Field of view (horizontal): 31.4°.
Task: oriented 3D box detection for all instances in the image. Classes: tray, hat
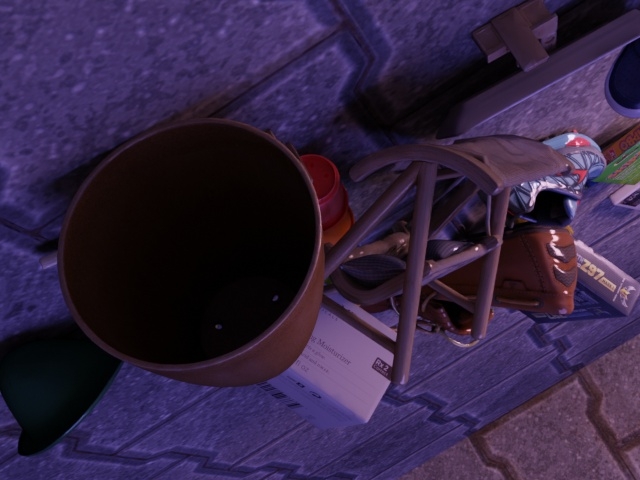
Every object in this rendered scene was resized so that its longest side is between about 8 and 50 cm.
[{"bbox_3d":[0.252,-0.190,1.276,0.270,0.030,0.145,-29,-176,-2],"label":"tray"},{"bbox_3d":[-0.346,0.127,1.285,0.173,0.183,0.208,-33,-158,28],"label":"hat"}]

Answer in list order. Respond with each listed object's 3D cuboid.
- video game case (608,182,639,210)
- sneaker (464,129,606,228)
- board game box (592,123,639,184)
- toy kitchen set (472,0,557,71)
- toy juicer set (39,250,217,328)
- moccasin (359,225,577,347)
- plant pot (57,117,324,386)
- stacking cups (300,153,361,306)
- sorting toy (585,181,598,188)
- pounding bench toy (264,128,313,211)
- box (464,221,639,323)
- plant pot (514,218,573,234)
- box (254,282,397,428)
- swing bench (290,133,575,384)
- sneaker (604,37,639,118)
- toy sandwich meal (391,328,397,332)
[{"bbox_3d":[0.608,-0.117,1.977,0.190,0.022,0.173,-39,158,26],"label":"video game case"},{"bbox_3d":[0.306,-0.067,1.546,0.262,0.125,0.104,-11,153,-40],"label":"sneaker"},{"bbox_3d":[0.486,-0.133,1.731,0.124,0.039,0.259,-40,165,24],"label":"board game box"},{"bbox_3d":[0.214,-0.199,1.204,0.083,0.068,0.075,-29,160,0],"label":"toy kitchen set"},{"bbox_3d":[-0.136,0.034,1.251,0.209,0.089,0.329,-31,159,5],"label":"toy juicer set"},{"bbox_3d":[0.188,0.074,1.558,0.380,0.147,0.139,-10,172,43],"label":"moccasin"},{"bbox_3d":[-0.091,0.046,1.097,0.237,0.237,0.254,-29,154,-1],"label":"plant pot"},{"bbox_3d":[0.000,0.000,1.348,0.096,0.096,0.316,-28,158,-3],"label":"stacking cups"},{"bbox_3d":[0.386,-0.093,1.726,0.061,0.042,0.102,-27,178,41],"label":"sorting toy"},{"bbox_3d":[-0.041,-0.059,1.168,0.052,0.083,0.065,-35,158,13],"label":"pounding bench toy"},{"bbox_3d":[0.327,0.050,1.672,0.059,0.183,0.232,-60,-165,-17],"label":"box"},{"bbox_3d":[0.321,-0.033,1.716,0.081,0.081,0.083,-33,153,8],"label":"plant pot"},{"bbox_3d":[-0.016,0.136,1.415,0.119,0.181,0.182,-58,-171,-20],"label":"box"},{"bbox_3d":[0.127,-0.010,1.269,0.253,0.165,0.255,-12,131,-60],"label":"swing bench"},{"bbox_3d":[0.441,-0.263,1.299,0.282,0.099,0.153,-39,163,0],"label":"sneaker"},{"bbox_3d":[0.107,0.186,2.006,0.085,0.029,0.085,-26,159,-11],"label":"toy sandwich meal"}]
